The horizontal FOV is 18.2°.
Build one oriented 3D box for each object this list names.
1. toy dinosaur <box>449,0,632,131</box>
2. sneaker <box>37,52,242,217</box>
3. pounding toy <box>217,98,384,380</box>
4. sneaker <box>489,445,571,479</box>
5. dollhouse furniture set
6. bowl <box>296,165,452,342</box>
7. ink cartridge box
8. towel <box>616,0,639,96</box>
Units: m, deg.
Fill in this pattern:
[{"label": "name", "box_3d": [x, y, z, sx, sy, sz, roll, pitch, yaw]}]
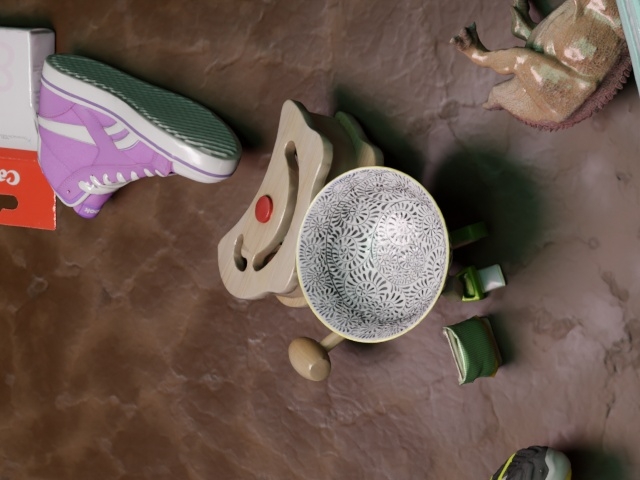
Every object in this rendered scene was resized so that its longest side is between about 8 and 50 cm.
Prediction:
[{"label": "toy dinosaur", "box_3d": [0.254, -0.173, 1.860, 0.200, 0.127, 0.296, 49, 124, 8]}, {"label": "sneaker", "box_3d": [-0.202, -0.085, 2.171, 0.282, 0.102, 0.161, 28, 115, 37]}, {"label": "pounding toy", "box_3d": [0.000, 0.000, 2.070, 0.154, 0.154, 0.270, 25, 102, 57]}, {"label": "sneaker", "box_3d": [0.187, 0.379, 1.991, 0.147, 0.145, 0.385, 21, 112, 6]}, {"label": "dollhouse furniture set", "box_3d": [0.156, 0.062, 1.978, 0.058, 0.076, 0.152, -20, 86, 30]}, {"label": "bowl", "box_3d": [0.068, 0.014, 1.947, 0.170, 0.080, 0.170, -1, 88, 31]}, {"label": "ink cartridge box", "box_3d": [-0.391, -0.133, 2.300, 0.189, 0.066, 0.232, 6, 96, 31]}, {"label": "towel", "box_3d": [0.412, -0.237, 1.709, 0.320, 0.090, 0.375, -14, 90, 5]}]
